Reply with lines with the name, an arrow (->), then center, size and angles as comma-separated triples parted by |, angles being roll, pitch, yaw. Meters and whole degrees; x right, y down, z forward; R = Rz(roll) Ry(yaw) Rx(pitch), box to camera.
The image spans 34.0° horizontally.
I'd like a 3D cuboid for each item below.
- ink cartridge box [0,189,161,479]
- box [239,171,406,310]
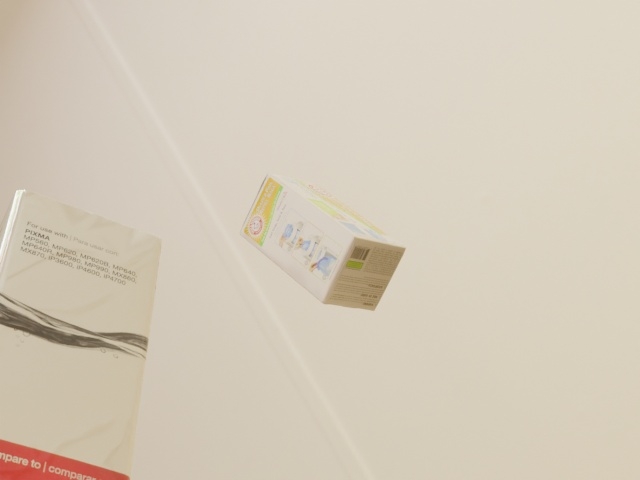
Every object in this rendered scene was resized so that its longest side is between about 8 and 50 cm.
ink cartridge box -> -0.205, 0.131, 0.711 | 0.197, 0.114, 0.273 | -53, -154, 38
box -> 0.000, 0.000, 1.459 | 0.203, 0.114, 0.103 | 37, -73, 40
